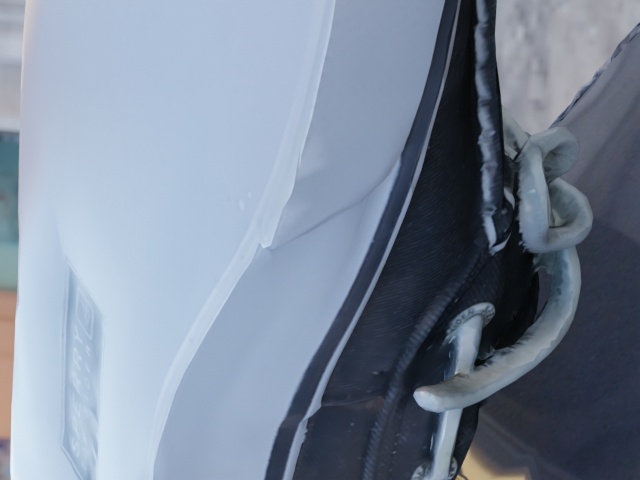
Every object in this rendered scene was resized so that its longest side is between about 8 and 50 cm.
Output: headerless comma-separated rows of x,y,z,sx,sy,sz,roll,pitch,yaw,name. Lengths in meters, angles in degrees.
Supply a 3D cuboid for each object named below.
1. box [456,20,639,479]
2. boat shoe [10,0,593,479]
0.328,0.138,0.468,0.297,0.471,0.480,-51,27,-2,box
0.002,0.003,0.414,0.113,0.105,0.306,50,143,42,boat shoe
